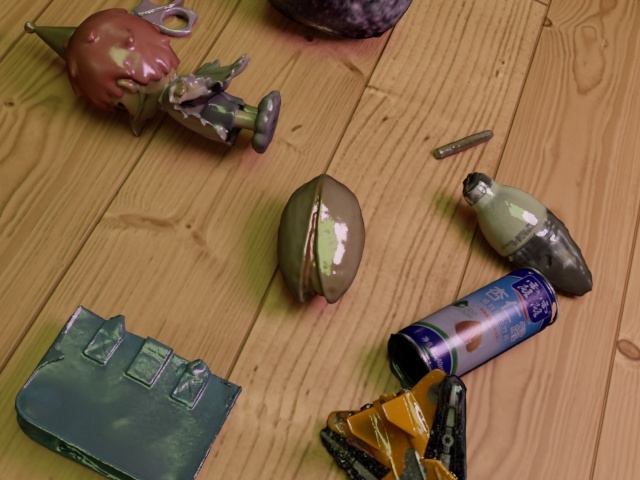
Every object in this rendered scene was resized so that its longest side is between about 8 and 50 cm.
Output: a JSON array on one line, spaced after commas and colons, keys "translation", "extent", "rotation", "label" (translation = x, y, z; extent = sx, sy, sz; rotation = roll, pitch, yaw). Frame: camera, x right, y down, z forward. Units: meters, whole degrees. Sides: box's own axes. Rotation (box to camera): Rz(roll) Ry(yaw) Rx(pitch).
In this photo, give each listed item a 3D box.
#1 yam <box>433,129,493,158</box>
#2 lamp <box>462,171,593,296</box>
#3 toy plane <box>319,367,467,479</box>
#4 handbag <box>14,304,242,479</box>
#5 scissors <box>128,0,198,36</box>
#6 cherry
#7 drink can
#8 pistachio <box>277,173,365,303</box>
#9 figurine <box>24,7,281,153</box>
[{"translation": [0.233, -0.156, 1.301], "extent": [0.116, 0.021, 0.021], "rotation": [-21, 69, -24], "label": "yam"}, {"translation": [0.309, -0.009, 1.199], "extent": [0.250, 0.101, 0.101], "rotation": [40, 58, -5], "label": "lamp"}, {"translation": [0.137, 0.327, 0.955], "extent": [0.316, 0.204, 0.103], "rotation": [64, 25, 5], "label": "toy plane"}, {"translation": [-0.227, 0.190, 0.961], "extent": [0.229, 0.062, 0.179], "rotation": [26, 55, 0], "label": "handbag"}, {"translation": [-0.300, -0.347, 1.263], "extent": [0.212, 0.021, 0.110], "rotation": [-21, 67, -25], "label": "scissors"}, {"translation": [0.023, -0.456, 1.302], "extent": [0.296, 0.218, 0.255], "rotation": [25, 53, -17], "label": "cherry"}, {"translation": [0.209, 0.122, 1.096], "extent": [0.235, 0.097, 0.097], "rotation": [-23, 70, -24], "label": "drink can"}, {"translation": [0.000, 0.000, 1.090], "extent": [0.124, 0.124, 0.185], "rotation": [9, 58, -10], "label": "pistachio"}, {"translation": [-0.248, -0.226, 1.141], "extent": [0.387, 0.166, 0.207], "rotation": [18, 25, -3], "label": "figurine"}]
